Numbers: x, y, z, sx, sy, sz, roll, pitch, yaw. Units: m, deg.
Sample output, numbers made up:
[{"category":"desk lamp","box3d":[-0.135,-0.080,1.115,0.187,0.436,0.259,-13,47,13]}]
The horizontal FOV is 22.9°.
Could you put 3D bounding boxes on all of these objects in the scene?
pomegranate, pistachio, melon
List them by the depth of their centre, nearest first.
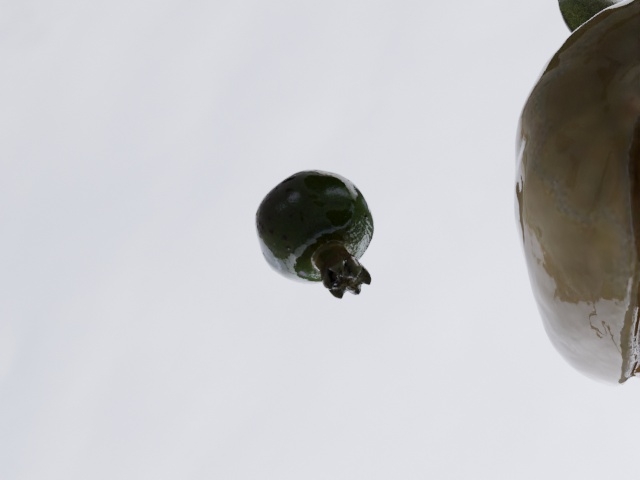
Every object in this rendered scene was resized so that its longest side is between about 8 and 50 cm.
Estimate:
[{"category":"pistachio","box3d":[0.256,-0.030,1.181,0.230,0.309,0.230,-12,-154,6]},{"category":"pomegranate","box3d":[0.000,0.000,1.478,0.114,0.114,0.142,-43,-136,14]},{"category":"melon","box3d":[0.384,-0.303,2.142,0.079,0.160,0.128,-46,-113,20]}]
